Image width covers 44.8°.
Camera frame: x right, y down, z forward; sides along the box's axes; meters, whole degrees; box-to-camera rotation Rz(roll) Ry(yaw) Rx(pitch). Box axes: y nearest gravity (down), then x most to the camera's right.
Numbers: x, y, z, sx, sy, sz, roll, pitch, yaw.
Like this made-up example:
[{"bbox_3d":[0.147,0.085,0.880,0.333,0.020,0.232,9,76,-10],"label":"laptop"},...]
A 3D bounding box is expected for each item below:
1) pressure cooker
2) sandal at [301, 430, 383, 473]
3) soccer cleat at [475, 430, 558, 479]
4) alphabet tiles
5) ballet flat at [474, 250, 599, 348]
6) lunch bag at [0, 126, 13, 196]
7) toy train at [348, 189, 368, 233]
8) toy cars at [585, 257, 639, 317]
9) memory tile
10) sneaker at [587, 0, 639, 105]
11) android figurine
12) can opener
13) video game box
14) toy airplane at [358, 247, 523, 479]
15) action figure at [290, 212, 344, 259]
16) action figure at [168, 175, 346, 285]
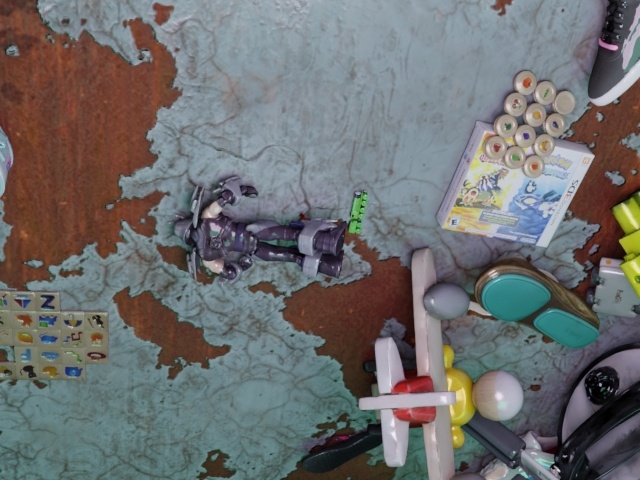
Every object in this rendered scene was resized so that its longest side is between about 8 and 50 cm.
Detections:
[{"bbox_3d":[0.660,0.393,1.468,0.421,0.376,0.369,25,77,-28],"label":"pressure cooker"},{"bbox_3d":[0.043,0.426,1.593,0.179,0.040,0.067,-19,132,-14],"label":"sandal"},{"bbox_3d":[0.415,0.483,1.662,0.331,0.116,0.143,-21,109,2],"label":"soccer cleat"},{"bbox_3d":[-0.488,0.166,1.337,0.237,0.009,0.198,2,123,-12],"label":"alphabet tiles"},{"bbox_3d":[0.369,0.087,1.358,0.342,0.124,0.116,24,128,-35],"label":"ballet flat"},{"bbox_3d":[-0.558,-0.153,1.048,0.224,0.108,0.279,-20,127,-2],"label":"lunch bag"},{"bbox_3d":[0.061,-0.047,1.284,0.024,0.017,0.083,8,123,-3],"label":"toy train"},{"bbox_3d":[0.622,0.114,1.443,0.394,0.087,0.176,30,154,-26],"label":"toy cars"},{"bbox_3d":[0.325,-0.179,1.205,0.113,0.012,0.148,24,92,-17],"label":"memory tile"},{"bbox_3d":[0.423,-0.345,1.100,0.147,0.104,0.295,17,113,-18],"label":"sneaker"},{"bbox_3d":[0.584,0.042,1.293,0.056,0.248,0.272,-33,86,43],"label":"android figurine"},{"bbox_3d":[0.356,0.412,1.491,0.093,0.280,0.074,-31,137,-20],"label":"can opener"},{"bbox_3d":[0.320,-0.089,1.284,0.205,0.048,0.187,9,119,-16],"label":"video game box"},{"bbox_3d":[0.204,0.259,1.295,0.273,0.384,0.386,-4,123,5],"label":"toy airplane"},{"bbox_3d":[0.000,0.000,1.299,0.038,0.030,0.115,-44,122,13],"label":"action figure"},{"bbox_3d":[-0.105,-0.002,1.233,0.285,0.099,0.185,9,127,5],"label":"action figure"}]
